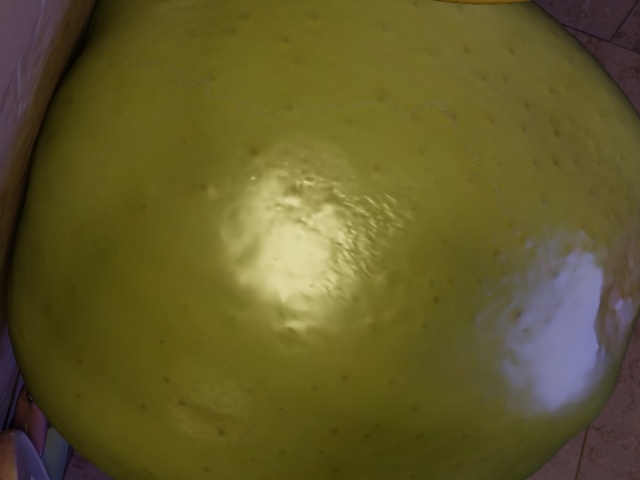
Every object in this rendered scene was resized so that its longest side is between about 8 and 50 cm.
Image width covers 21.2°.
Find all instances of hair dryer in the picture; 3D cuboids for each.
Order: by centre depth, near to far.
[{"bbox_3d":[-0.216,0.138,1.304,0.154,0.054,0.106,107,-4,-56],"label":"hair dryer"}]

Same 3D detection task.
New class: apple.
[{"bbox_3d":[0.000,0.000,0.943,0.357,0.357,0.357,-160,-90,-87],"label":"apple"}]

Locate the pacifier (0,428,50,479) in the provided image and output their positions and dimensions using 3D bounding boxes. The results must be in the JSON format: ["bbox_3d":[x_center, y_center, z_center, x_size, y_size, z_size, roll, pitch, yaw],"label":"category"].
[{"bbox_3d":[-0.149,0.278,1.171,0.220,0.273,0.332,-48,-131,41],"label":"pacifier"}]

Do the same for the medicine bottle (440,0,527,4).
[{"bbox_3d":[0.068,-0.261,0.739,0.238,0.238,0.232,-73,-175,-45],"label":"medicine bottle"}]
